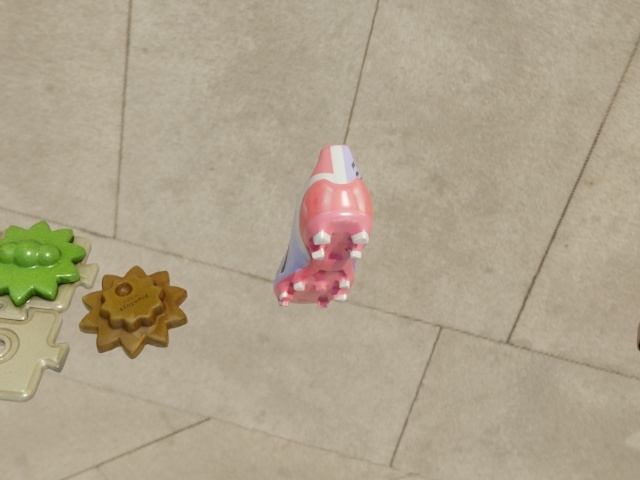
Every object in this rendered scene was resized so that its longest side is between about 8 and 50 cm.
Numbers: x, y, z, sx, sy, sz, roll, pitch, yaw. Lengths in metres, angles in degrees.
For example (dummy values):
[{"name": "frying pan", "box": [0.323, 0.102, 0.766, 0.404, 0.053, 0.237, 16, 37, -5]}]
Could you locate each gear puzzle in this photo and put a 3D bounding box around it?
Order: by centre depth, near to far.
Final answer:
[{"name": "gear puzzle", "box": [-0.274, 0.043, 0.529, 0.338, 0.175, 0.044, 7, 139, -1]}]

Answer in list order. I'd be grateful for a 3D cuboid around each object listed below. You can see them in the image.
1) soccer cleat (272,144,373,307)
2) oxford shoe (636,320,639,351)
[{"name": "soccer cleat", "box": [0.000, 0.000, 0.693, 0.083, 0.095, 0.248, 3, 157, -9]}, {"name": "oxford shoe", "box": [0.418, 0.080, 0.713, 0.076, 0.076, 0.212, 41, 151, 3]}]
